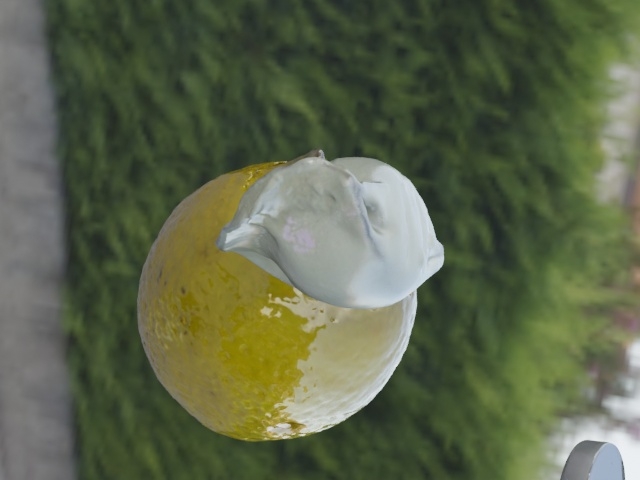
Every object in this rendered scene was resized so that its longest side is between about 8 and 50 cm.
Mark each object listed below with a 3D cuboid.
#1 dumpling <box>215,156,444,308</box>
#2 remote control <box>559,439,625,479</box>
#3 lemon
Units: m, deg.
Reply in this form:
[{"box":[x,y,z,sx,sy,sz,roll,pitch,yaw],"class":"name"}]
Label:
[{"box":[0.001,0.001,1.062,0.169,0.134,0.099,-9,86,-68],"class":"dumpling"},{"box":[0.143,0.238,0.960,0.077,0.022,0.245,36,63,-55],"class":"remote control"},{"box":[-0.039,0.054,1.371,0.253,0.228,0.228,123,-18,-55],"class":"lemon"}]
